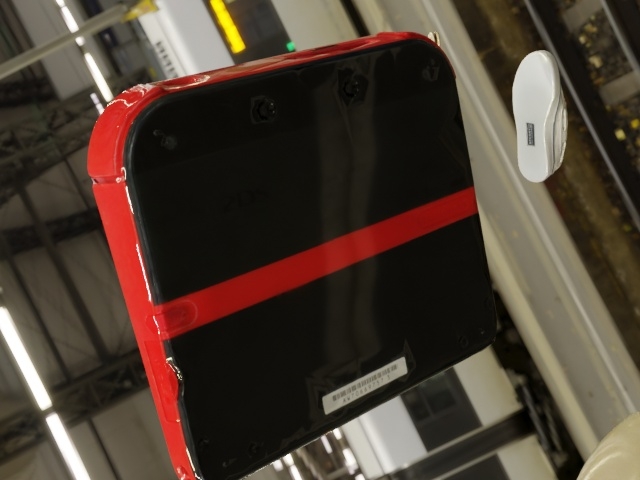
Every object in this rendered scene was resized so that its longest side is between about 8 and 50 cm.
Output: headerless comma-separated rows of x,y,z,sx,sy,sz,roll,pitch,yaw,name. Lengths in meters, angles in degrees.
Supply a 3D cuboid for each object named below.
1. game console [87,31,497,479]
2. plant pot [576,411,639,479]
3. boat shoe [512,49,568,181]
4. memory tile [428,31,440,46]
0.000,0.000,0.823,0.060,0.387,0.341,7,113,53,game console
0.547,0.379,1.422,0.284,0.284,0.190,58,-135,-66,plant pot
0.422,-0.240,1.704,0.095,0.084,0.258,27,132,39,boat shoe
0.179,-0.243,1.417,0.113,0.012,0.147,114,150,-76,memory tile
